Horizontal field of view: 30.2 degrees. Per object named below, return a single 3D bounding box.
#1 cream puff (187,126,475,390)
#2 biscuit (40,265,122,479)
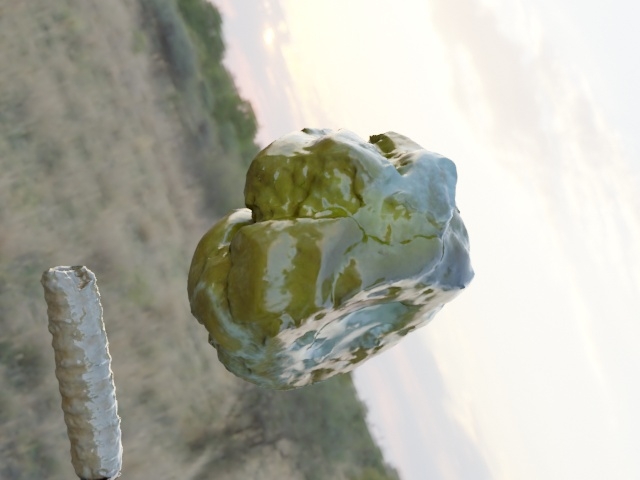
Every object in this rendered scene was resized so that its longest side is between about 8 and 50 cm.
[{"bbox_3d":[0.000,0.000,1.457,0.378,0.378,0.276,74,-10,-68],"label":"cream puff"},{"bbox_3d":[-0.229,0.132,1.146,0.061,0.055,0.219,-25,108,-72],"label":"biscuit"}]
